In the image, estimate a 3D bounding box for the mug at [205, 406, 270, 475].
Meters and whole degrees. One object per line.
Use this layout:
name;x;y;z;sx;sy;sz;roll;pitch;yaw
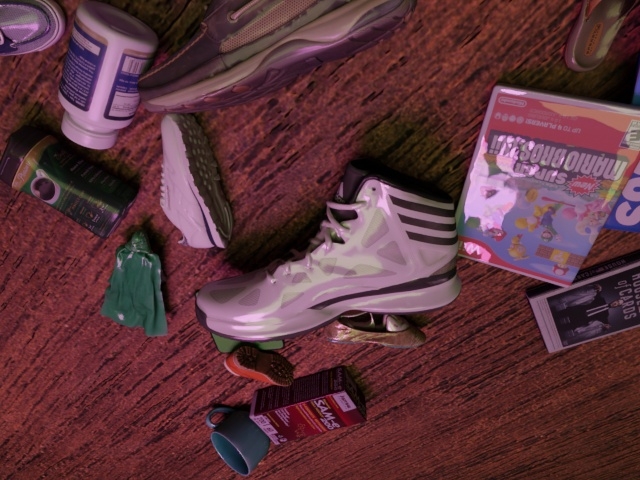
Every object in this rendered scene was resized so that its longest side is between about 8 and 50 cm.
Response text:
mug;-0.191;0.470;1.005;0.130;0.097;0.157;-11;108;44

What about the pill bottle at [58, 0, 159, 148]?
pill bottle;-0.286;-0.209;0.548;0.094;0.094;0.169;27;121;-16

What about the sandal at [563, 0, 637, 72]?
sandal;0.350;-0.294;0.501;0.072;0.049;0.180;-1;125;2

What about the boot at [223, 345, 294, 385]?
boot;-0.135;0.282;0.916;0.158;0.059;0.085;32;137;-24

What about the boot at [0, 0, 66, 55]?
boot;-0.426;-0.259;0.521;0.190;0.086;0.069;-10;124;8

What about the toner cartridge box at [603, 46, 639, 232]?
toner cartridge box;0.491;-0.164;0.532;0.165;0.075;0.347;9;130;30

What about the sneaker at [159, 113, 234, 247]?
sneaker;-0.210;-0.083;0.644;0.095;0.090;0.234;1;124;12

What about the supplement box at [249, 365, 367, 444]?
supplement box;-0.027;0.388;0.969;0.240;0.073;0.130;-22;121;15

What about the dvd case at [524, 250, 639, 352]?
dvd case;0.537;0.120;0.796;0.239;0.029;0.179;-24;121;18

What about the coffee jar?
coffee jar;-0.390;-0.089;0.643;0.184;0.079;0.096;36;122;-22

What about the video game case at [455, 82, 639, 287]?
video game case;0.323;-0.073;0.624;0.204;0.025;0.285;18;127;17

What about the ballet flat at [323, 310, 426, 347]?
ballet flat;0.110;0.169;0.819;0.207;0.073;0.067;2;110;-4

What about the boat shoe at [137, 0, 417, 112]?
boat shoe;-0.069;-0.260;0.506;0.356;0.132;0.130;-18;100;11

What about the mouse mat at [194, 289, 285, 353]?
mouse mat;-0.164;0.167;0.859;0.153;0.007;0.189;-6;124;6

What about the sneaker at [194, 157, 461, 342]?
sneaker;0.000;-0.001;0.671;0.448;0.169;0.257;-10;115;-1

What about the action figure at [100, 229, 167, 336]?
action figure;-0.335;0.074;0.764;0.137;0.063;0.232;16;127;-7
